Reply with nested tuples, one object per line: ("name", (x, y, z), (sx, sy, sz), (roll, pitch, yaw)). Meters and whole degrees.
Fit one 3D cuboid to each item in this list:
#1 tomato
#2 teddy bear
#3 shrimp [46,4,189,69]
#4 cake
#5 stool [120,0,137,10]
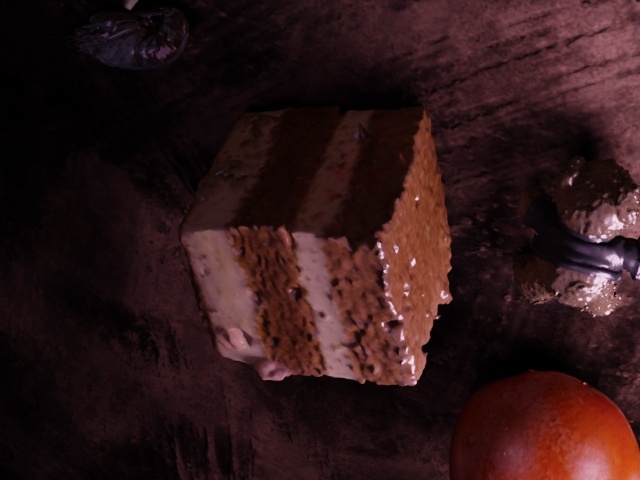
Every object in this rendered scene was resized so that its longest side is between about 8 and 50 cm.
("tomato", (0.299, 0.314, 1.637), (0.265, 0.265, 0.265), (15, 136, 15))
("teddy bear", (0.310, 0.016, 1.425), (0.182, 0.129, 0.251), (15, 137, 11))
("shrimp", (-0.261, -0.254, 1.509), (0.233, 0.079, 0.090), (5, 171, 31))
("cake", (0.000, 0.000, 1.482), (0.290, 0.256, 0.282), (3, 131, 20))
("stool", (-0.198, -0.429, 1.230), (0.243, 0.170, 0.269), (40, 137, -11))
